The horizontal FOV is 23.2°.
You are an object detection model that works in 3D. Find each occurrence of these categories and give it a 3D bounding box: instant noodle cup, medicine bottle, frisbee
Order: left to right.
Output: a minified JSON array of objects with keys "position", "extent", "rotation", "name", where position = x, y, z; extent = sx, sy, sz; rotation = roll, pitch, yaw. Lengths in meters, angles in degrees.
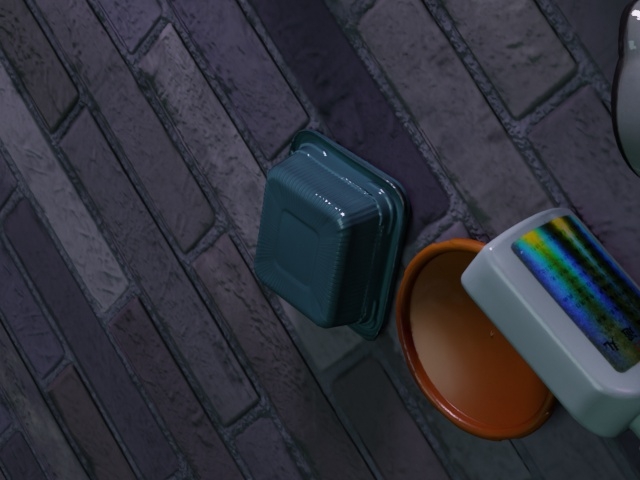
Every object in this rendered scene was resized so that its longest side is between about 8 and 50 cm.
[{"position":[0.000,0.000,1.502],"extent":[0.157,0.070,0.179],"rotation":[35,131,34],"name":"instant noodle cup"},{"position":[0.147,0.087,1.407],"extent":[0.192,0.035,0.192],"rotation":[20,120,40],"name":"frisbee"},{"position":[0.227,0.084,1.256],"extent":[0.229,0.121,0.083],"rotation":[50,135,18],"name":"medicine bottle"}]

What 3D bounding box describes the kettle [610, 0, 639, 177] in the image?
[{"position":[0.332,-0.072,1.066],"extent":[0.236,0.161,0.221],"rotation":[10,145,44],"name":"kettle"}]
